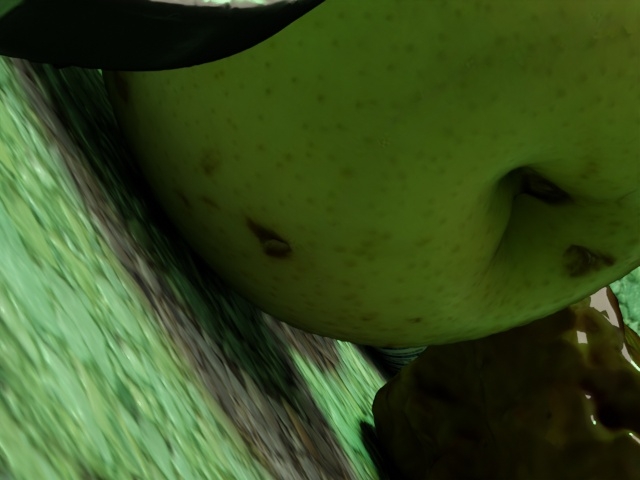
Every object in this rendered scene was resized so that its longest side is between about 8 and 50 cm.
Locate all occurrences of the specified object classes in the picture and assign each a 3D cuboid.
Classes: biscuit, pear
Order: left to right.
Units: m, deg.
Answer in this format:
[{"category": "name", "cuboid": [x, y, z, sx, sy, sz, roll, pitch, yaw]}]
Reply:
[{"category": "pear", "cuboid": [0.041, -0.104, 0.845, 0.309, 0.309, 0.309, 56, 4, -6]}, {"category": "biscuit", "cuboid": [0.196, 0.212, 1.079, 0.395, 0.166, 0.342, 56, 5, 11]}]

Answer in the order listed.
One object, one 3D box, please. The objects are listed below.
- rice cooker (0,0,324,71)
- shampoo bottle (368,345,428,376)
[{"category": "rice cooker", "cuboid": [-0.071, -0.158, 0.453, 0.244, 0.226, 0.226, 58, 4, -7]}, {"category": "shampoo bottle", "cuboid": [0.081, 0.064, 1.428, 0.092, 0.092, 0.303, 59, 5, 33]}]
